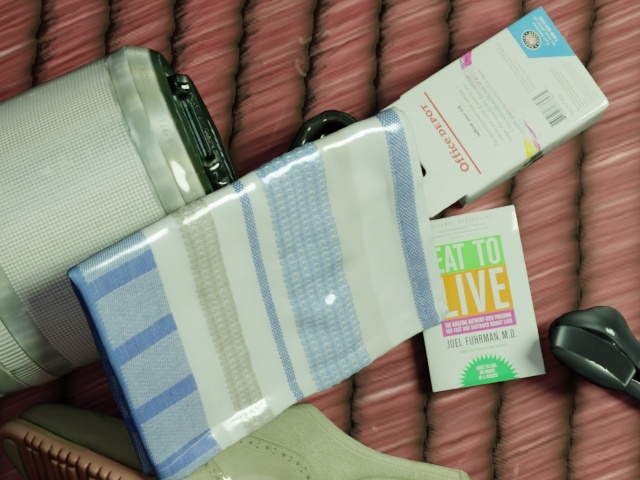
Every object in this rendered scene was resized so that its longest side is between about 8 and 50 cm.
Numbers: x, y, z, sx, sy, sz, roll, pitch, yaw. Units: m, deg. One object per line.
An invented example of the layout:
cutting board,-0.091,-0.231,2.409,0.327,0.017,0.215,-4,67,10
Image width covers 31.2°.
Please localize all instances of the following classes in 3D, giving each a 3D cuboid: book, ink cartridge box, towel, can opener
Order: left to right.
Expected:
towel,-0.030,0.042,0.856,0.285,0.034,0.209,-28,125,-22
book,0.131,0.050,0.978,0.096,0.035,0.144,-11,83,6
ink cartridge box,0.139,-0.102,0.980,0.181,0.061,0.104,-33,81,-1
can opener,0.270,0.116,0.947,0.186,0.059,0.073,30,58,-2

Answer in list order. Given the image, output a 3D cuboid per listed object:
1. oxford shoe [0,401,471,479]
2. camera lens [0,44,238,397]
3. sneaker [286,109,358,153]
oxford shoe,-0.070,0.199,0.941,0.397,0.140,0.146,18,53,11
camera lens,-0.201,-0.012,0.912,0.274,0.219,0.219,-24,81,1
sneaker,0.000,0.000,0.944,0.087,0.130,0.227,7,85,7
